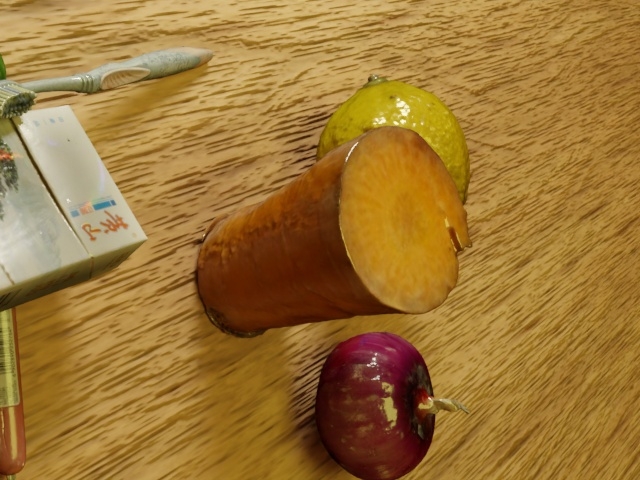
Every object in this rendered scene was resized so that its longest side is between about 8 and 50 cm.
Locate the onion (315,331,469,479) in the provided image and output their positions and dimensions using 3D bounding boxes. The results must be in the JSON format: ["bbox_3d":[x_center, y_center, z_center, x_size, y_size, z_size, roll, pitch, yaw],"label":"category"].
[{"bbox_3d":[0.069,0.196,1.184,0.177,0.153,0.177,8,77,-37],"label":"onion"}]

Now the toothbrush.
[{"bbox_3d":[-0.202,-0.160,0.970,0.375,0.037,0.028,-35,142,-61],"label":"toothbrush"}]

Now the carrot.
[{"bbox_3d":[0.000,0.000,1.052,0.196,0.254,0.196,14,70,-44],"label":"carrot"}]

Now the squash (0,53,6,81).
[{"bbox_3d":[-0.336,-0.201,0.818,0.077,0.068,0.219,-46,118,-37],"label":"squash"}]

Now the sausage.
[{"bbox_3d":[-0.275,0.097,0.862,0.029,0.029,0.223,0,82,-52],"label":"sausage"}]

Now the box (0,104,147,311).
[{"bbox_3d":[-0.273,-0.020,0.826,0.233,0.067,0.149,-24,82,-52],"label":"box"}]

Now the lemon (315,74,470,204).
[{"bbox_3d":[0.089,-0.089,1.232,0.192,0.192,0.231,-17,96,-52],"label":"lemon"}]
